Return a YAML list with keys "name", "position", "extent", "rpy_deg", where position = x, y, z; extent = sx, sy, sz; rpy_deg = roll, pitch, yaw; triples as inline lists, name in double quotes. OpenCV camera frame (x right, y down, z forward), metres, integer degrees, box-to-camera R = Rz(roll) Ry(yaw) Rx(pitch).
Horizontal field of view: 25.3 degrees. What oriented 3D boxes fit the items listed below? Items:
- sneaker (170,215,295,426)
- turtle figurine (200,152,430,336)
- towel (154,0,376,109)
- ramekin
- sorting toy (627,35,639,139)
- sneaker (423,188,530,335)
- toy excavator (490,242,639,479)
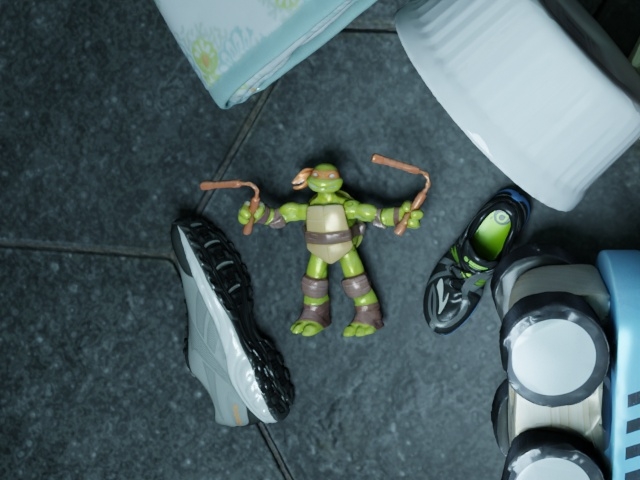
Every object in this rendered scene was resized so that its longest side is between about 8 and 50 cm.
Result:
- name: "sneaker"
  position: [-0.130, 0.102, 1.725]
  extent: [0.108, 0.100, 0.271]
  rpy_deg: [-20, 92, 25]
- name: "turtle figurine"
  position: [0.000, 0.000, 1.672]
  extent: [0.269, 0.087, 0.217]
  rpy_deg: [-2, 105, 10]
- name: "towel"
  position: [-0.072, -0.365, 1.594]
  extent: [0.374, 0.090, 0.320]
  rpy_deg: [-33, 83, 41]
- name: "ramekin"
  position: [0.218, -0.178, 1.471]
  extent: [0.135, 0.277, 0.277]
  rpy_deg: [-42, 84, 21]
- name: "sorting toy"
  position: [0.433, -0.181, 1.535]
  extent: [0.193, 0.038, 0.208]
  rpy_deg: [29, 101, 12]
- name: "sneaker"
  position: [0.170, 0.024, 1.624]
  extent: [0.067, 0.078, 0.188]
  rpy_deg: [35, 107, 11]
- name: "toy excavator"
  position: [0.404, 0.221, 1.488]
  extent: [0.445, 0.222, 0.433]
  rpy_deg: [-1, 105, 5]
